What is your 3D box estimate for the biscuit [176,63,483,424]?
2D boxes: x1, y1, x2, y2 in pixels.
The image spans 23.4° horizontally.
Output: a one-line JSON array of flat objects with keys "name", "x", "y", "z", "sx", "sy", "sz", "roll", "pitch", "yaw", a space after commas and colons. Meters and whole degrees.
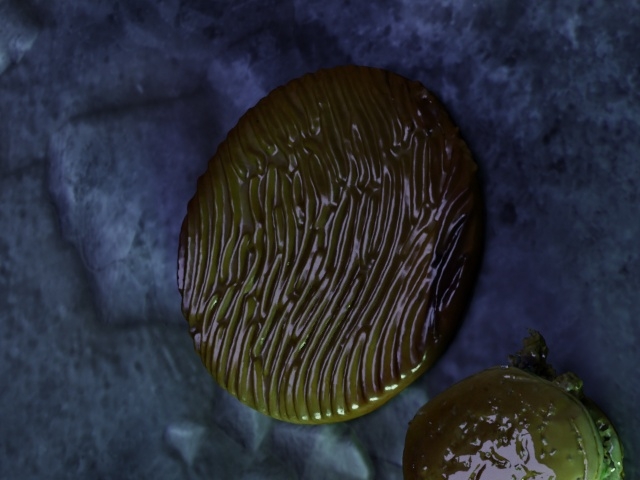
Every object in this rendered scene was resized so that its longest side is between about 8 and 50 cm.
[{"name": "biscuit", "x": 0.000, "y": 0.000, "z": 1.330, "sx": 0.318, "sy": 0.040, "sz": 0.318, "roll": -12, "pitch": 69, "yaw": 35}]

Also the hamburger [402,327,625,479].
[{"name": "hamburger", "x": 0.142, "y": 0.153, "z": 1.120, "sx": 0.159, "sy": 0.131, "sz": 0.185, "roll": 1, "pitch": 74, "yaw": 34}]
